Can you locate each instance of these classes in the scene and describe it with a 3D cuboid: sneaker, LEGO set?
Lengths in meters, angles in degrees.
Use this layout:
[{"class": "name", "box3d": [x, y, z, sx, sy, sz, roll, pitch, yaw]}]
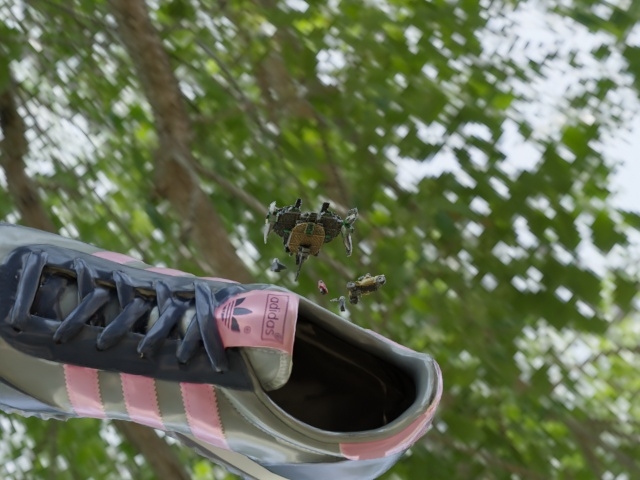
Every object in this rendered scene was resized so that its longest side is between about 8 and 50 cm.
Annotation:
[{"class": "sneaker", "box3d": [-0.080, 0.047, 1.013, 0.319, 0.112, 0.131, 19, -32, -23]}, {"class": "LEGO set", "box3d": [-0.002, 0.002, 0.971, 0.054, 0.023, 0.083, -19, -50, 6]}]
